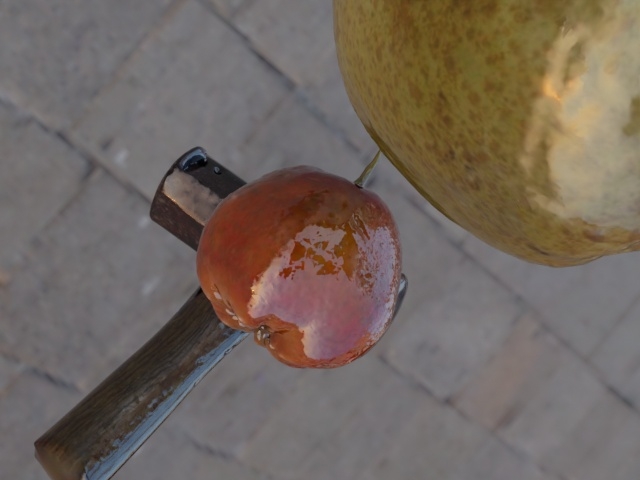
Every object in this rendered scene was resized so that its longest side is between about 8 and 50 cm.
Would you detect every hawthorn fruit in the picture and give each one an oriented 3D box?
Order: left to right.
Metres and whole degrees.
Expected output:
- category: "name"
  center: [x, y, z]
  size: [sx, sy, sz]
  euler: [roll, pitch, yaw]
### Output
- category: "hawthorn fruit"
  center: [-0.007, 0.015, 1.167]
  size: [0.140, 0.125, 0.125]
  euler: [-46, 159, -43]

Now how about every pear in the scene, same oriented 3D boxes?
- category: "pear"
  center: [0.115, -0.088, 0.806]
  size: [0.228, 0.211, 0.188]
  euler: [-28, 151, 32]

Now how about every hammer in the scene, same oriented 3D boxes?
- category: "hammer"
  center: [-0.116, 0.090, 1.704]
  size: [0.409, 0.242, 0.095]
  euler: [-46, 164, -44]
